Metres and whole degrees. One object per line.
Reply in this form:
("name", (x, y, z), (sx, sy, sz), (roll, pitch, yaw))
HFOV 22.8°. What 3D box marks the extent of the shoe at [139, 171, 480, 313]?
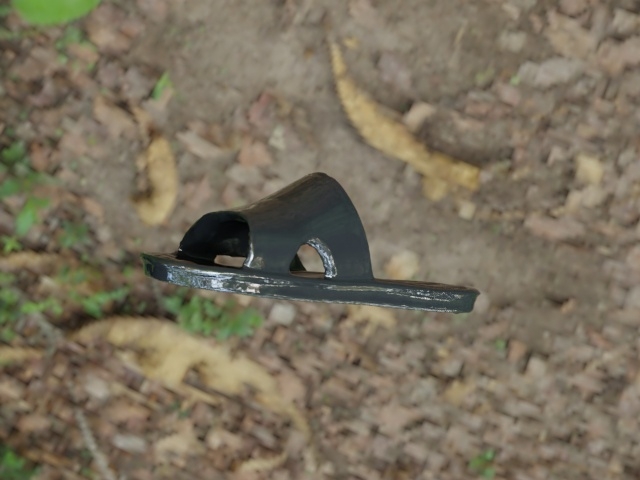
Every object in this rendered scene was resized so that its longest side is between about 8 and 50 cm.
("shoe", (0.000, 0.000, 0.631), (0.159, 0.053, 0.062), (10, -179, -36))
